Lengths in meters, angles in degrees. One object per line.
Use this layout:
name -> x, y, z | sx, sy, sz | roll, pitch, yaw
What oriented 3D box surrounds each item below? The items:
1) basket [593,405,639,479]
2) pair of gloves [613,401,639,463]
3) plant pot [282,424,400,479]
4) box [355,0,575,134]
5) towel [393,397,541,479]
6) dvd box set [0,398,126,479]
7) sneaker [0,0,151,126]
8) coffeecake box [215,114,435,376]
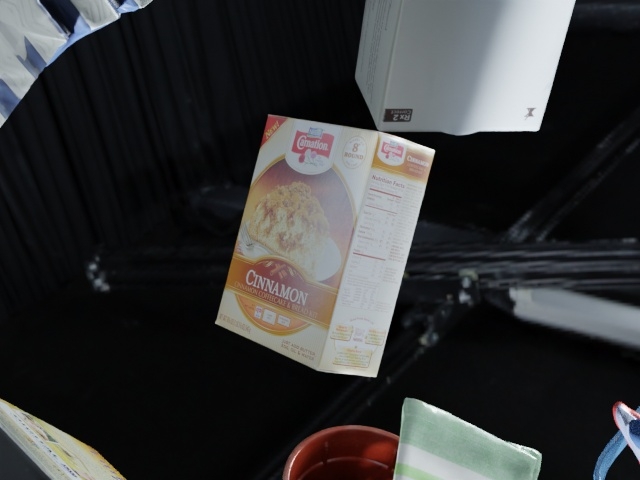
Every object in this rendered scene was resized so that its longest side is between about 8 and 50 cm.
basket -> 0.386, 0.165, 0.713 | 0.289, 0.201, 0.255 | 32, -105, 35
pair of gloves -> 0.218, 0.175, 0.516 | 0.023, 0.198, 0.159 | -32, -177, 8
plant pot -> 0.056, 0.514, 1.667 | 0.272, 0.265, 0.272 | 6, -146, -4
box -> 0.142, -0.214, 0.972 | 0.181, 0.182, 0.119 | -2, -142, -14
towel -> 0.159, 0.365, 1.054 | 0.038, 0.248, 0.325 | -15, -123, 45
dvd box set -> -0.195, 0.285, 0.907 | 0.307, 0.420, 0.062 | 40, -103, 15
sneaker -> -0.226, -0.108, 0.528 | 0.315, 0.127, 0.182 | -45, -152, -27
coffeecake box -> 0.000, 0.000, 0.782 | 0.068, 0.185, 0.142 | 13, -178, -41
